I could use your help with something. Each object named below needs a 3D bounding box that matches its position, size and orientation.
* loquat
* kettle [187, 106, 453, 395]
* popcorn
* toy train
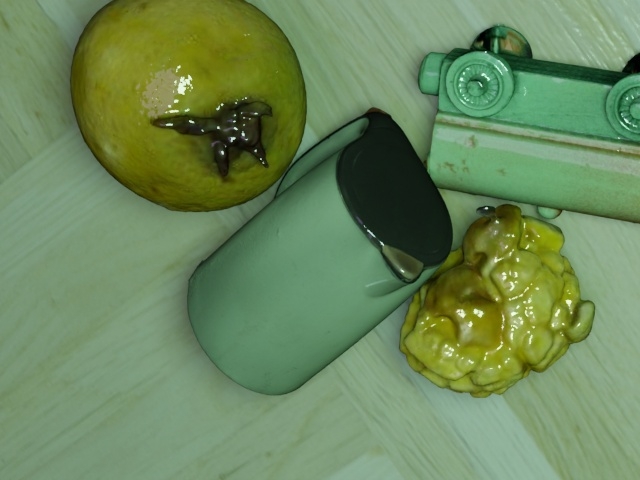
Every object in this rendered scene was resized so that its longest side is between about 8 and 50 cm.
[{"bbox_3d":[-0.127,-0.138,1.433,0.243,0.244,0.244,3,100,17],"label":"loquat"},{"bbox_3d":[0.000,0.000,1.433,0.165,0.240,0.255,21,135,-29],"label":"kettle"},{"bbox_3d":[0.177,0.067,1.422,0.163,0.140,0.194,29,87,-9],"label":"popcorn"},{"bbox_3d":[0.231,-0.103,1.399,0.285,0.116,0.177,10,115,15],"label":"toy train"}]
